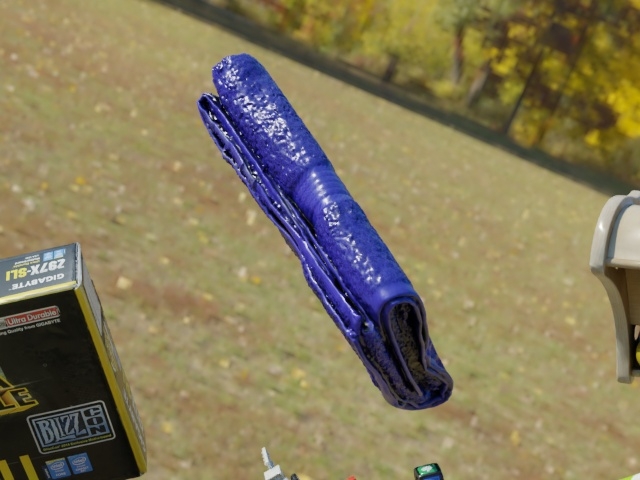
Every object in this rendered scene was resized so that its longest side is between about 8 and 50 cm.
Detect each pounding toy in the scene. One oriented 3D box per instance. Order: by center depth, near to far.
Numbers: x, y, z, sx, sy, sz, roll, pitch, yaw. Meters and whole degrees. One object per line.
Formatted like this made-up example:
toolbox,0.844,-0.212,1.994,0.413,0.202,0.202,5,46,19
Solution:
pounding toy,0.361,0.028,1.357,0.155,0.269,0.154,6,30,29

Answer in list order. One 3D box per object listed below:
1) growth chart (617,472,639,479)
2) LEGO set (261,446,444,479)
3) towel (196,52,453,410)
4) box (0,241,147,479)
growth chart,0.239,0.251,0.872,0.021,0.237,0.172,-3,-23,-19
LEGO set,0.014,0.283,1.149,0.182,0.244,0.060,17,10,-11
towel,0.000,0.000,1.222,0.308,0.076,0.228,57,-4,31
box,-0.357,0.154,1.366,0.322,0.257,0.079,-12,38,0
